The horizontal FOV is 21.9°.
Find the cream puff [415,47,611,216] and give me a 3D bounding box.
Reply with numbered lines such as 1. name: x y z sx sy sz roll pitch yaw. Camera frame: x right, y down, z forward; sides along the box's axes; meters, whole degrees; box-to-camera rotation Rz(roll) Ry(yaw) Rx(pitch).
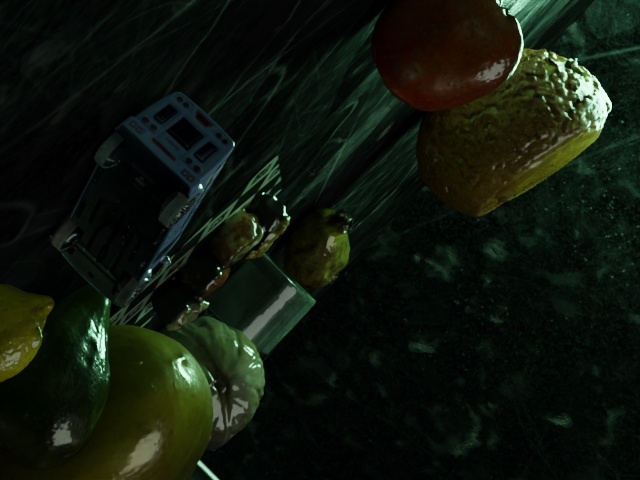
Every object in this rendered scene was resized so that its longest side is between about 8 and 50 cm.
1. cream puff: 0.277 -0.177 2.511 0.303 0.212 0.303 -36 174 -4

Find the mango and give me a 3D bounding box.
1. mango: -0.197 0.187 1.511 0.253 0.182 0.365 -51 -176 -24

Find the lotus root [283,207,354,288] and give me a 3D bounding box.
1. lotus root: 0.000 0.000 2.370 0.191 0.094 0.108 105 6 -64

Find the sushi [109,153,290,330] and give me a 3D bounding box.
1. sushi: -0.129 0.042 1.806 0.290 0.050 0.264 -44 175 -5

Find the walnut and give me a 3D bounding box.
1. walnut: -0.164 0.186 2.102 0.178 0.178 0.230 -43 -174 -29

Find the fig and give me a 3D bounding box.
1. fig: -0.213 0.095 1.314 0.117 0.117 0.177 -51 -167 51

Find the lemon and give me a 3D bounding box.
1. lemon: -0.219 0.062 1.102 0.092 0.065 0.065 -34 172 -18

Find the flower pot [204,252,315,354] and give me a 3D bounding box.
1. flower pot: -0.082 0.083 2.248 0.108 0.103 0.229 -45 174 -1

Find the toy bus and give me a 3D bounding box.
1. toy bus: -0.122 -0.025 1.139 0.076 0.073 0.167 -44 175 -38

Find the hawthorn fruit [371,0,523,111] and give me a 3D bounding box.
1. hawthorn fruit: 0.110 -0.184 1.525 0.138 0.133 0.133 -28 173 -9

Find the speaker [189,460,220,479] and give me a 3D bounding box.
1. speaker: -0.236 0.278 1.790 0.153 0.231 0.192 -41 173 -41
